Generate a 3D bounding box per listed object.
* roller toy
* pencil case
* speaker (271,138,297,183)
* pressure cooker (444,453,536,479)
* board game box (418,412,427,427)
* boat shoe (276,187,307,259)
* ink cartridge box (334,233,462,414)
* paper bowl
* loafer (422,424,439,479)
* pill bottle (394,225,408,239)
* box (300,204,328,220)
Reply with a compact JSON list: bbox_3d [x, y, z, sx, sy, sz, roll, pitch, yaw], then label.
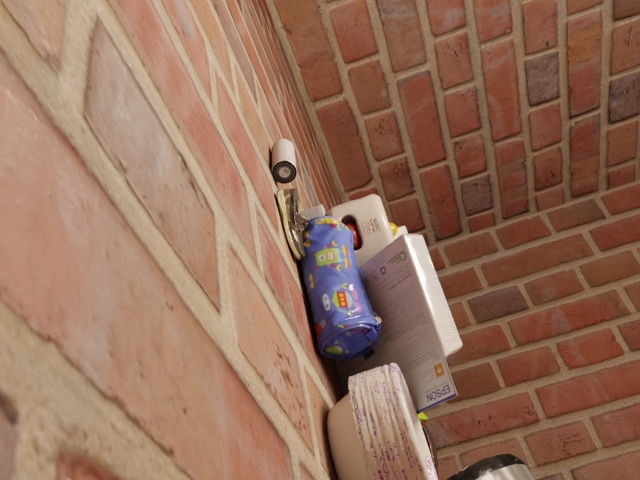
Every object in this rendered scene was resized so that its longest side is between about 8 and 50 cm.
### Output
[{"bbox_3d":[0.111,-0.005,1.659,0.209,0.146,0.191,-98,168,-59],"label":"roller toy"},{"bbox_3d":[0.033,0.092,1.416,0.119,0.133,0.306,65,8,-51],"label":"pencil case"},{"bbox_3d":[-0.081,-0.177,1.548,0.136,0.055,0.055,-99,169,-62],"label":"speaker"},{"bbox_3d":[0.432,0.762,1.636,0.420,0.375,0.370,58,10,34],"label":"pressure cooker"},{"bbox_3d":[0.189,0.432,1.785,0.181,0.043,0.092,44,-64,52],"label":"board game box"},{"bbox_3d":[-0.051,-0.037,1.423,0.056,0.049,0.152,50,23,-77],"label":"boat shoe"},{"bbox_3d":[0.141,0.204,1.431,0.324,0.071,0.330,-41,-122,46],"label":"ink cartridge box"},{"bbox_3d":[0.105,0.361,1.183,0.284,0.148,0.284,-17,90,-84],"label":"paper bowl"},{"bbox_3d":[0.299,0.691,2.133,0.130,0.134,0.366,62,11,-63],"label":"loafer"},{"bbox_3d":[0.190,0.156,1.870,0.204,0.204,0.361,-38,112,-84],"label":"pill bottle"},{"bbox_3d":[0.000,0.000,1.697,0.137,0.072,0.126,57,16,-68],"label":"box"}]
